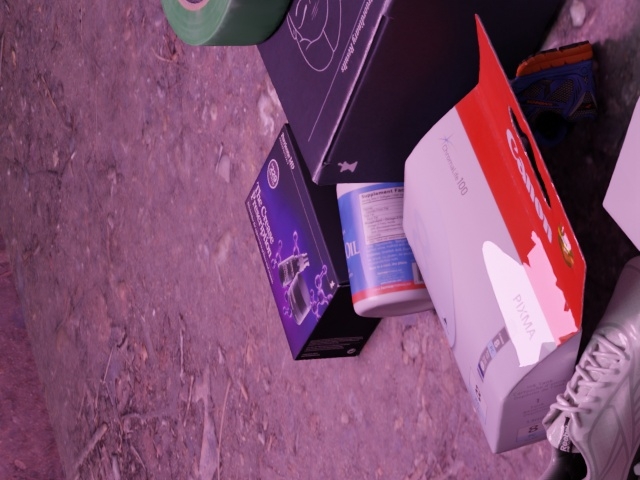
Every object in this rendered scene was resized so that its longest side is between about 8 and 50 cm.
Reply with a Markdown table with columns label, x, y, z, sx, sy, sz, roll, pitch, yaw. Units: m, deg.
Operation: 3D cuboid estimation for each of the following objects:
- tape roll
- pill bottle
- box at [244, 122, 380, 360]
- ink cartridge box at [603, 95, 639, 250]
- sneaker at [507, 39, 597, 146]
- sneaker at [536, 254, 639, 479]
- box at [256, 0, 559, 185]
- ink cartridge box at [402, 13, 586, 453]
| label | x | y | z | sx | sy | sz | roll | pitch | yaw |
| --- | --- | --- | --- | --- | --- | --- | --- | --- | --- |
| tape roll | -0.114 | -0.388 | 2.031 | 0.321 | 0.077 | 0.321 | 178 | 90 | -65 |
| pill bottle | 0.086 | -0.026 | 2.080 | 0.124 | 0.124 | 0.222 | 148 | 117 | -62 |
| box | 0.000 | 0.000 | 2.297 | 0.184 | 0.103 | 0.261 | -58 | 42 | 47 |
| ink cartridge box | 0.385 | 0.002 | 1.344 | 0.289 | 0.211 | 0.121 | -120 | 35 | -46 |
| sneaker | 0.220 | -0.135 | 1.838 | 0.221 | 0.083 | 0.087 | -36 | 68 | 65 |
| sneaker | 0.284 | 0.151 | 1.686 | 0.110 | 0.118 | 0.292 | -135 | 49 | -58 |
| box | 0.066 | -0.306 | 1.990 | 0.293 | 0.212 | 0.395 | 114 | 145 | -44 |
| ink cartridge box | 0.171 | 0.005 | 1.783 | 0.385 | 0.091 | 0.308 | 83 | 169 | -60 |
